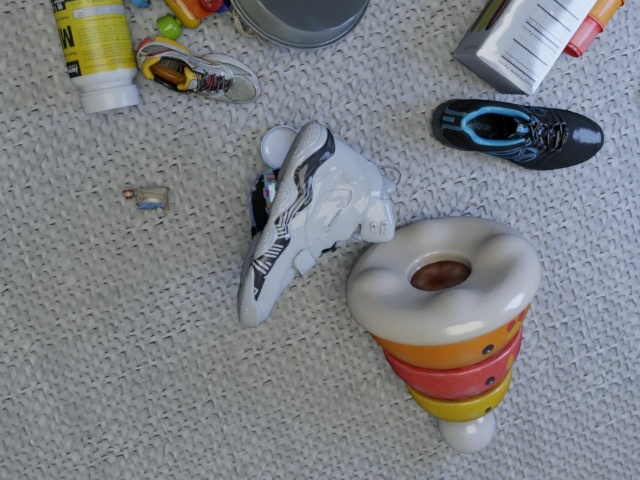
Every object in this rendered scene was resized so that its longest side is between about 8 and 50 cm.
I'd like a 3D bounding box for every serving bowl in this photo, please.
[{"bbox_3d":[-0.071,-0.175,1.402,0.083,0.027,0.083,-2,102,-7],"label":"serving bowl"}]

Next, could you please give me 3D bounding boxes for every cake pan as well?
[{"bbox_3d":[-0.027,-0.482,1.290,0.293,0.054,0.293,-1,93,-23],"label":"cake pan"}]

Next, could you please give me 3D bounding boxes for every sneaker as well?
[{"bbox_3d":[0.388,-0.195,1.405,0.340,0.139,0.125,3,99,-10],"label":"sneaker"},{"bbox_3d":[-0.214,-0.283,1.312,0.225,0.093,0.088,11,125,-18],"label":"sneaker"},{"bbox_3d":[0.000,0.000,1.269,0.210,0.137,0.366,21,91,-11],"label":"sneaker"}]

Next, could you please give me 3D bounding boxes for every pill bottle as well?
[{"bbox_3d":[-0.382,-0.330,1.280,0.119,0.119,0.209,-12,102,-5],"label":"pill bottle"}]

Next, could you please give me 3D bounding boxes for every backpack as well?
[{"bbox_3d":[-0.058,-0.056,1.382,0.158,0.117,0.173,-12,103,-5],"label":"backpack"}]

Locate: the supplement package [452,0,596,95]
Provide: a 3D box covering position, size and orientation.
[{"bbox_3d":[0.379,-0.403,1.360,0.134,0.139,0.244,32,95,-14],"label":"supplement package"}]

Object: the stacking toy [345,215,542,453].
[{"bbox_3d":[0.265,0.223,1.433,0.350,0.350,0.480,-20,122,-3],"label":"stacking toy"}]

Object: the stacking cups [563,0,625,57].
[{"bbox_3d":[0.561,-0.488,1.391,0.096,0.096,0.316,31,96,-13],"label":"stacking cups"}]

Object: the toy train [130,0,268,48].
[{"bbox_3d":[-0.223,-0.397,1.309,0.143,0.105,0.248,-33,112,16],"label":"toy train"}]

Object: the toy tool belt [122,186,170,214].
[{"bbox_3d":[-0.322,-0.071,1.377,0.083,0.052,0.051,-5,94,-6],"label":"toy tool belt"}]
